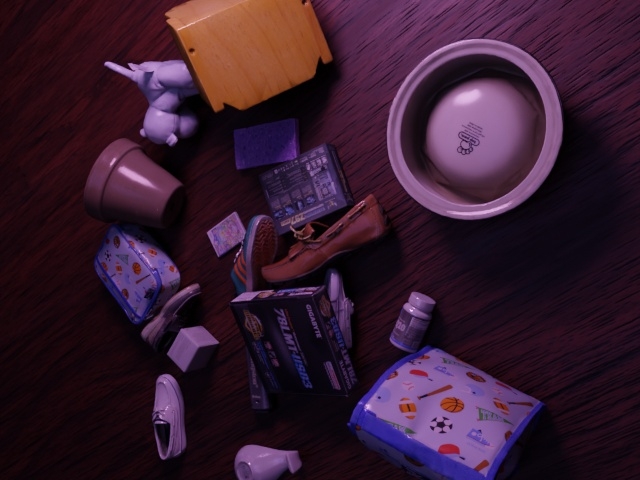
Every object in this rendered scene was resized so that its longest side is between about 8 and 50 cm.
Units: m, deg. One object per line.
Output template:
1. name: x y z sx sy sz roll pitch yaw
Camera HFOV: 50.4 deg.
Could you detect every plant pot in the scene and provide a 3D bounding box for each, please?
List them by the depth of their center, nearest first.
1. plant pot: -0.541 -0.147 2.058 0.229 0.263 0.263 23 103 8

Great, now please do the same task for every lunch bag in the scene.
1. lunch bag: 0.277 0.422 1.513 0.327 0.385 0.239 23 102 26
2. lunch bag: -0.579 0.109 2.130 0.303 0.115 0.243 50 123 20

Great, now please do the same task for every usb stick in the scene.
1. usb stick: -0.178 0.356 1.958 0.077 0.045 0.278 -7 88 28

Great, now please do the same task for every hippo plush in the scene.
1. hippo plush: -0.422 -0.392 1.958 0.234 0.294 0.237 14 111 35

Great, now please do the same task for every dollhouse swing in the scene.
1. dollhouse swing: -0.215 -0.542 1.847 0.346 0.305 0.315 -28 108 -12

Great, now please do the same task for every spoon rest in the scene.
1. spoon rest: -0.148 0.644 1.943 0.276 0.084 0.137 -25 78 41

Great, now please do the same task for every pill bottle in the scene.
1. pill bottle: 0.233 0.204 1.706 0.078 0.078 0.137 27 103 26

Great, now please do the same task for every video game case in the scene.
1. video game case: -0.277 -0.017 2.023 0.122 0.011 0.087 -34 76 26

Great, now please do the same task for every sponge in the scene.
1. sponge: -0.153 -0.273 1.935 0.210 0.031 0.117 -5 88 29

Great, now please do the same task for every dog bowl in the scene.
1. dog bowl: 0.366 -0.249 1.579 0.408 0.150 0.408 1 93 29

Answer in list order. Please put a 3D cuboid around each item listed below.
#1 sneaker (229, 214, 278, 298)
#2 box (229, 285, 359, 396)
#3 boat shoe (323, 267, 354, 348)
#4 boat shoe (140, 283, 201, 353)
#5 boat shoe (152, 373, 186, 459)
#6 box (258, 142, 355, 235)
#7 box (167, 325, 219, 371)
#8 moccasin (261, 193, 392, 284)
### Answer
1. sneaker: -0.200 0.060 1.904 0.121 0.108 0.302 25 119 35
2. box: -0.072 0.271 1.806 0.293 0.073 0.296 -6 110 38
3. boat shoe: 0.051 0.183 1.814 0.083 0.075 0.226 -143 53 -70
4. boat shoe: -0.442 0.240 2.076 0.285 0.103 0.092 -44 77 26
5. boat shoe: -0.476 0.547 2.107 0.095 0.084 0.258 -16 84 29
6. box: -0.040 -0.136 1.859 0.232 0.059 0.183 -24 80 27
7. box: -0.381 0.324 2.039 0.087 0.102 0.101 39 108 25
8. moccasin: -0.001 0.001 1.784 0.380 0.139 0.147 -29 93 27
